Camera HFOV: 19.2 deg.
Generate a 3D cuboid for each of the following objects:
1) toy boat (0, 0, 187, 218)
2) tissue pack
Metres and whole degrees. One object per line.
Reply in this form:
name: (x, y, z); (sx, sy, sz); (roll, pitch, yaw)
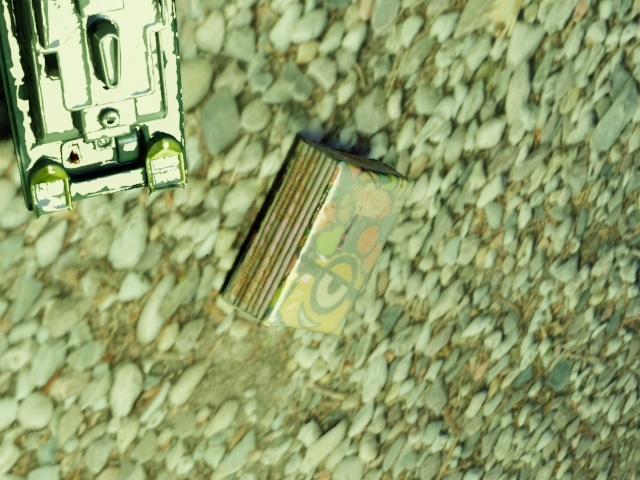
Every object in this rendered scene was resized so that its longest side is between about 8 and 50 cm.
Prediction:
toy boat: (-0.145, -0.150, 1.147); (0.114, 0.122, 0.296); (-14, 128, -16)
tissue pack: (0.000, 0.000, 1.506); (0.108, 0.060, 0.148); (11, 108, -56)
